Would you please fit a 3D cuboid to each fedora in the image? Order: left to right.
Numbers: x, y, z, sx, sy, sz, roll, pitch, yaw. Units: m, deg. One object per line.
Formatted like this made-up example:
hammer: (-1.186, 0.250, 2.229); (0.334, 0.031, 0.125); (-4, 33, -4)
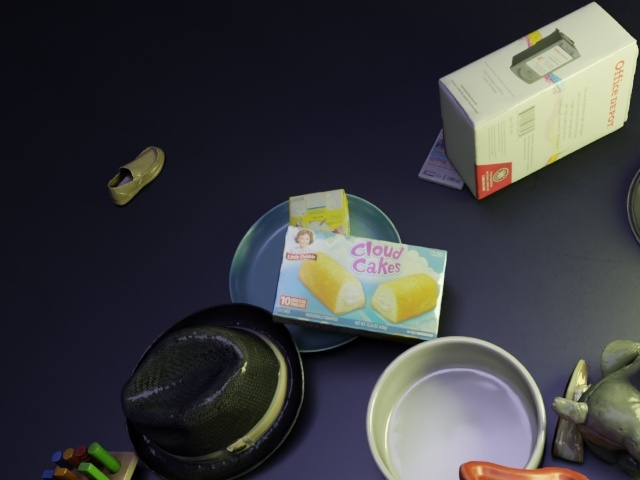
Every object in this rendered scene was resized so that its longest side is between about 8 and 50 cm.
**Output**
fedora: (-0.200, 0.233, 1.391); (0.334, 0.152, 0.334); (-7, 66, 17)

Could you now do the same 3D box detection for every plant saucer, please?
plant saucer: (-0.006, 0.058, 1.528); (0.317, 0.044, 0.318); (-7, 58, 12)

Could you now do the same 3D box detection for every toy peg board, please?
toy peg board: (-0.404, 0.399, 1.382); (0.160, 0.079, 0.161); (-7, 45, 28)

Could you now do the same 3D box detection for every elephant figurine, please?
elephant figurine: (0.478, 0.209, 1.237); (0.169, 0.186, 0.239); (21, 69, 38)

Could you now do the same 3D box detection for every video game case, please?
video game case: (0.246, -0.155, 1.598); (0.087, 0.011, 0.122); (18, 67, 25)

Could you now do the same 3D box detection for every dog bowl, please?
dog bowl: (0.206, 0.286, 1.297); (0.264, 0.104, 0.265); (-7, 59, 12)

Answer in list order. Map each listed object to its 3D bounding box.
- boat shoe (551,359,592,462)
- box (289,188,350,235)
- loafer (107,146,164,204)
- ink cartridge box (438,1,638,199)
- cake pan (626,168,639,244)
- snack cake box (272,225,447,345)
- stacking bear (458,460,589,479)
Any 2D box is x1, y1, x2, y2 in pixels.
boat shoe: (0.388, 0.256, 1.294); (0.048, 0.056, 0.153); (15, 68, 14)
box: (0.000, 0.000, 1.511); (0.105, 0.043, 0.179); (-8, 57, 10)
loafer: (-0.374, -0.137, 1.741); (0.056, 0.050, 0.148); (27, 71, 27)
ink cartridge box: (0.368, -0.235, 1.477); (0.306, 0.226, 0.131); (-28, 58, -6)
cake pan: (0.658, -0.066, 1.403); (0.293, 0.054, 0.293); (-7, 59, 12)
snack cake box: (0.063, 0.076, 1.398); (0.264, 0.089, 0.152); (9, 76, 0)
stacking bear: (0.259, 0.459, 1.116); (0.175, 0.164, 0.289); (5, 97, 0)
